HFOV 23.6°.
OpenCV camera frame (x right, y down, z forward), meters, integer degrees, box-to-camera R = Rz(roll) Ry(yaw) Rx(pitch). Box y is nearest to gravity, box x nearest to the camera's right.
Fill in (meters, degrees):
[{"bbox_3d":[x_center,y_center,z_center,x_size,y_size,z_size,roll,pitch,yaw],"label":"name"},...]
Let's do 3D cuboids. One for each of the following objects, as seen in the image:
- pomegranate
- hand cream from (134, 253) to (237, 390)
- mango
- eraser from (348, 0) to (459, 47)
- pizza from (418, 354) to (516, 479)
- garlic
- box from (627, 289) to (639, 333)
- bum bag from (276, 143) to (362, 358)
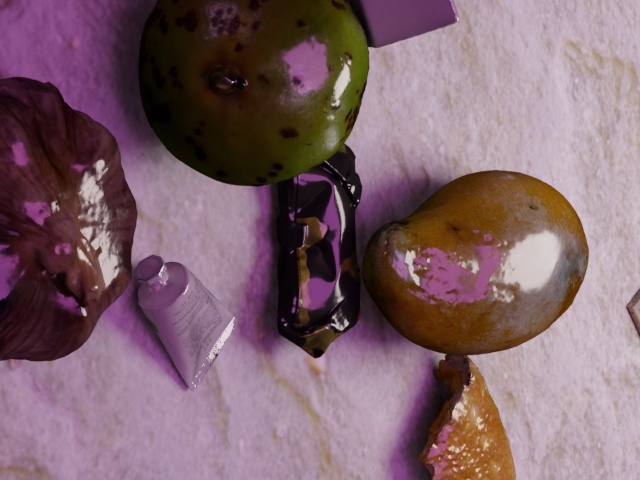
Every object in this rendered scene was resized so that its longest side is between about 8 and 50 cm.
[{"bbox_3d":[-0.053,-0.155,1.381,0.263,0.211,0.211,-25,113,-75],"label":"pomegranate"},{"bbox_3d":[-0.129,0.067,1.414,0.084,0.053,0.142,-57,141,-24],"label":"hand cream"},{"bbox_3d":[0.163,0.025,1.601,0.316,0.146,0.193,-8,98,-47],"label":"mango"},{"bbox_3d":[0.005,-0.372,1.367,0.082,0.213,0.397,-21,104,-7],"label":"eraser"},{"bbox_3d":[0.164,0.255,1.682,0.134,0.056,0.271,-36,117,-38],"label":"pizza"},{"bbox_3d":[-0.242,-0.014,1.220,0.245,0.160,0.245,-2,93,-42],"label":"garlic"},{"bbox_3d":[0.417,0.101,1.936,0.046,0.012,0.083,-47,121,-31],"label":"box"},{"bbox_3d":[0.000,0.000,1.512,0.106,0.060,0.233,0,91,-42],"label":"bum bag"}]
